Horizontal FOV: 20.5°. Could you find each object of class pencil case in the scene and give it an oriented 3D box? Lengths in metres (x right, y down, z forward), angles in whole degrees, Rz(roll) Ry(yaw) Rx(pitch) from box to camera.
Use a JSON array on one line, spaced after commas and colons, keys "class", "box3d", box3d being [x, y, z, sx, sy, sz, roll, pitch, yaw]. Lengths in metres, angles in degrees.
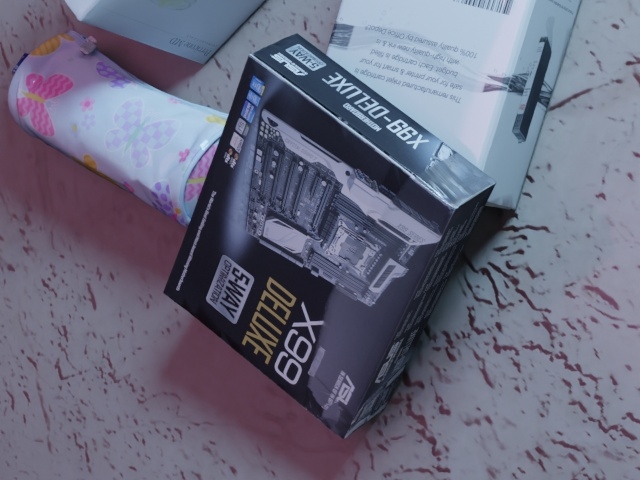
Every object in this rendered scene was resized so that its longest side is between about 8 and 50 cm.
[{"class": "pencil case", "box3d": [-0.199, -0.119, 1.853, 0.273, 0.113, 0.124, 31, 80, 29]}]

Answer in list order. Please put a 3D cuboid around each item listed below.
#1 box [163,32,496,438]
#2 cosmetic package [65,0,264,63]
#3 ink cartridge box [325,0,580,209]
[{"class": "box", "box3d": [0.000, 0.000, 1.658, 0.242, 0.076, 0.307, 39, 131, 18]}, {"class": "cosmetic package", "box3d": [-0.137, -0.316, 1.775, 0.224, 0.224, 0.138, -43, 66, 19]}, {"class": "ink cartridge box", "box3d": [0.120, -0.183, 1.678, 0.197, 0.114, 0.273, 19, 93, 30]}]
